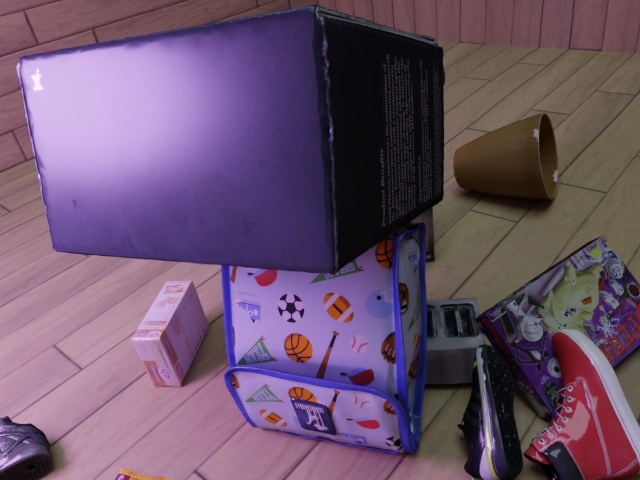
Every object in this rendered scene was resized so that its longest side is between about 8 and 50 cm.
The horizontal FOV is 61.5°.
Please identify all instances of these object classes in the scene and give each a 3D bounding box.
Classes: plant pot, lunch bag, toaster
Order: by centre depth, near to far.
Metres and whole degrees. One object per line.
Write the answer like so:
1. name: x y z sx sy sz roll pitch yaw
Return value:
1. lunch bag: 0.013 0.166 0.932 0.328 0.385 0.239 2 9 23
2. toaster: 0.232 0.200 1.060 0.168 0.110 0.185 -4 34 10
3. plant pot: 0.521 -0.223 1.539 0.254 0.237 0.237 -4 32 33

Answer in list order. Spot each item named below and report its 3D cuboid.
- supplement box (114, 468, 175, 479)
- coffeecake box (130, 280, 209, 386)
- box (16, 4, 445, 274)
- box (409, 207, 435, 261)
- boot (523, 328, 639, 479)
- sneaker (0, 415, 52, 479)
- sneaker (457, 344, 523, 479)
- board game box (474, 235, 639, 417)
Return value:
1. supplement box: -0.302 0.464 0.830 0.104 0.080 0.188 2 36 17
2. coffeecake box: -0.320 0.200 1.172 0.068 0.142 0.185 -2 34 12
3. box: -0.095 -0.162 0.857 0.480 0.297 0.472 3 14 27
4. box: 0.254 -0.083 1.409 0.056 0.183 0.231 -6 33 5
5. boot: 0.395 0.271 0.879 0.176 0.088 0.244 -14 59 -2
6. sneaker: -0.623 0.411 0.992 0.228 0.087 0.130 -22 33 -22
7. sneaker: 0.266 0.287 0.903 0.097 0.084 0.234 -29 40 38
8. board game box: 0.480 0.151 1.020 0.347 0.056 0.208 -27 82 -24
